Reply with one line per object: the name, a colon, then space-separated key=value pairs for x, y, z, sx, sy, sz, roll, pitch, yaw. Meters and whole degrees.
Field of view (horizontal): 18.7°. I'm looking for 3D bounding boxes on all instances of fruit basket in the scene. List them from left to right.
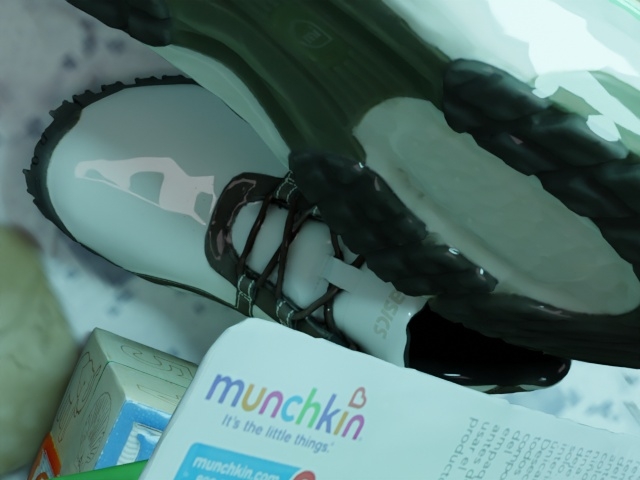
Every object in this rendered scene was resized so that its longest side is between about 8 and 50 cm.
fruit basket: x=0.009 y=0.191 z=0.563 sx=0.353 sy=0.165 sz=0.327 roll=16 pitch=103 yaw=-55

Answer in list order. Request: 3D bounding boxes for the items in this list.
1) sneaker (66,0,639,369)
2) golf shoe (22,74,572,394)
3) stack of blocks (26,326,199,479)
sneaker: x=0.005 y=-0.139 z=0.562 sx=0.410 sy=0.158 sz=0.182 roll=44 pitch=56 yaw=-24
golf shoe: x=0.000 y=0.000 z=0.652 sx=0.198 sy=0.094 sz=0.077 roll=17 pitch=100 yaw=-16
stack of blocks: x=0.026 y=0.166 z=0.700 sx=0.297 sy=0.087 sz=0.171 roll=22 pitch=97 yaw=-18
